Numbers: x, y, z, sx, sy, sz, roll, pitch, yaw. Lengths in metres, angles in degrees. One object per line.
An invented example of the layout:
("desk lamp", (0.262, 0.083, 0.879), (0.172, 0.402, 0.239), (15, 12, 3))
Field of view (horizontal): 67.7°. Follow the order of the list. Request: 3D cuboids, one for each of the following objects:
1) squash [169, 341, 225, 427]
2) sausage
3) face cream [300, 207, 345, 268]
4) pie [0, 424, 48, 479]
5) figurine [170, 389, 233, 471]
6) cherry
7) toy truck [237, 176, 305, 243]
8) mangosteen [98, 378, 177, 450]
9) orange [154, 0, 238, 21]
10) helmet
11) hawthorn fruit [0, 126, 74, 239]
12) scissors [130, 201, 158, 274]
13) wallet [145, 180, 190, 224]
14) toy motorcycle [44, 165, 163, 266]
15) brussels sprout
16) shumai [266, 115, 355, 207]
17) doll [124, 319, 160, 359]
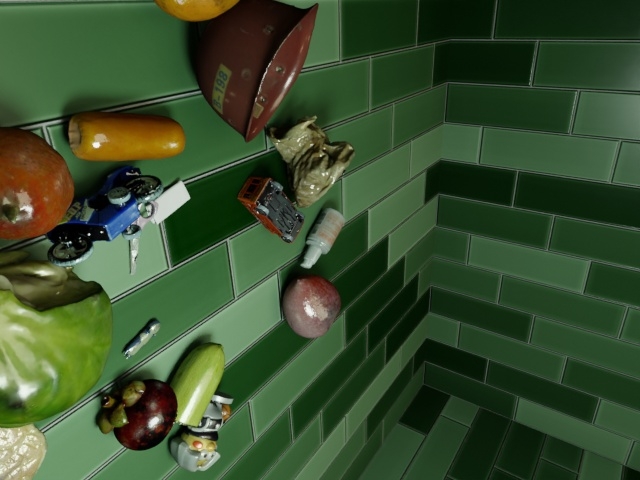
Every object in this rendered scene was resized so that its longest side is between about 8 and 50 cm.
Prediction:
("squash", (-0.367, 0.412, 1.406), (0.246, 0.133, 0.132), (-66, 148, -20))
("sausage", (-0.421, -0.231, 1.066), (0.275, 0.105, 0.105), (-16, 116, -54))
("face cream", (0.000, 0.000, 1.835), (0.251, 0.101, 0.101), (-61, 146, -21))
("pie", (-0.679, 0.462, 1.003), (0.218, 0.052, 0.184), (36, 74, -55))
("figurine", (-0.362, 0.590, 1.490), (0.176, 0.133, 0.236), (40, 66, -54))
("cherry", (-0.045, 0.234, 1.788), (0.240, 0.206, 0.239), (6, 78, -29))
("toy truck", (-0.152, -0.096, 1.539), (0.107, 0.114, 0.252), (-63, 145, -19))
("mangosteen", (-0.472, 0.444, 1.234), (0.200, 0.200, 0.199), (-30, 128, -49))
("orange", (-0.266, -0.593, 1.026), (0.171, 0.240, 0.240), (72, 42, -67))
("helmet", (-0.183, -0.456, 1.181), (0.337, 0.230, 0.385), (-61, -178, -35))
("hawthorn fruit", (-0.530, -0.082, 0.823), (0.200, 0.251, 0.199), (-15, 126, -22))
("scissors", (-0.455, -0.011, 1.171), (0.111, 0.021, 0.212), (-6, 112, -39))
("wallet", (-0.395, -0.098, 1.236), (0.122, 0.025, 0.061), (-49, 142, -35))
("toy motorcycle", (-0.473, -0.063, 1.013), (0.315, 0.169, 0.113), (-57, 155, -44))
("brussels sprout", (-0.562, 0.177, 0.851), (0.371, 0.276, 0.314), (33, 72, -57))
("shumai", (-0.070, -0.266, 1.560), (0.263, 0.314, 0.267), (38, 65, -9))
("doll", (-0.472, 0.262, 1.267), (0.125, 0.027, 0.037), (-52, 150, -32))
